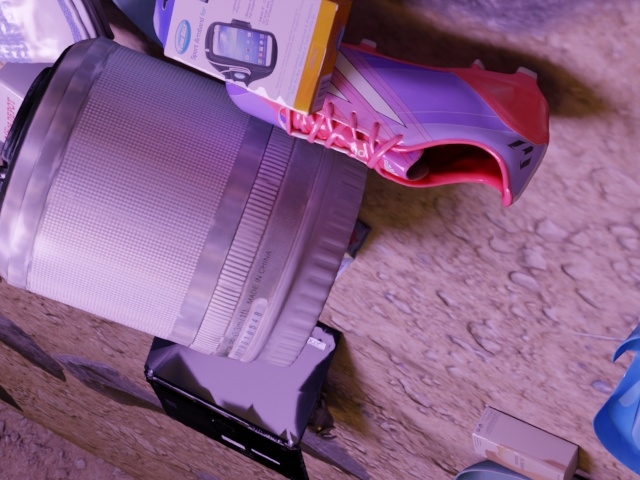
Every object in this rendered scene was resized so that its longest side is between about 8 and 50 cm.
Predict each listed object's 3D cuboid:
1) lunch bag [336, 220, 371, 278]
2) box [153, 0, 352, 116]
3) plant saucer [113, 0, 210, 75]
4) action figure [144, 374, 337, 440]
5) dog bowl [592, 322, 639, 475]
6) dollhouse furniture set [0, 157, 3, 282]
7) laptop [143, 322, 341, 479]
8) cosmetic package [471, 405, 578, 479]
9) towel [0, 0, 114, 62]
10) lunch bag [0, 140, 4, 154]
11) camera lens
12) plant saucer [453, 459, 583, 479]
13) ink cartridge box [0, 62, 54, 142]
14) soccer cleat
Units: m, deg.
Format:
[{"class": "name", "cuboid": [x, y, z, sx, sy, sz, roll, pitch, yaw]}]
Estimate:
[{"class": "lunch bag", "cuboid": [0.000, 0.000, 1.092, 0.071, 0.053, 0.083, 33, 147, -3]}, {"class": "box", "cuboid": [-0.051, -0.148, 0.758, 0.136, 0.028, 0.081, 27, 117, 19]}, {"class": "plant saucer", "cuboid": [-0.093, -0.200, 0.843, 0.195, 0.037, 0.195, 27, 156, 13]}, {"class": "action figure", "cuboid": [-0.101, 0.211, 1.570, 0.285, 0.099, 0.185, 29, 148, 0]}, {"class": "dog bowl", "cuboid": [0.323, 0.130, 0.905, 0.166, 0.074, 0.297, 24, 154, 19]}, {"class": "dollhouse furniture set", "cuboid": [-0.330, -0.026, 1.285, 0.151, 0.123, 0.144, -9, 151, -2]}, {"class": "laptop", "cuboid": [-0.097, 0.182, 1.456, 0.234, 0.136, 0.264, 24, 156, 17]}, {"class": "cosmetic package", "cuboid": [0.235, 0.240, 1.266, 0.115, 0.041, 0.060, 21, 153, 26]}, {"class": "towel", "cuboid": [-0.330, -0.239, 0.964, 0.285, 0.034, 0.209, 7, 140, 19]}, {"class": "lunch bag", "cuboid": [-0.518, -0.129, 1.429, 0.303, 0.115, 0.243, 30, 154, 5]}, {"class": "camera lens", "cuboid": [-0.123, -0.030, 0.929, 0.274, 0.219, 0.219, 21, 157, -7]}, {"class": "plant saucer", "cuboid": [0.320, 0.365, 1.399, 0.318, 0.043, 0.317, 28, 156, 14]}, {"class": "ink cartridge box", "cuboid": [-0.220, -0.104, 1.119, 0.212, 0.093, 0.154, 37, 157, -3]}, {"class": "soccer cleat", "cuboid": [0.037, -0.086, 0.779, 0.248, 0.095, 0.083, 11, 153, 20]}]
